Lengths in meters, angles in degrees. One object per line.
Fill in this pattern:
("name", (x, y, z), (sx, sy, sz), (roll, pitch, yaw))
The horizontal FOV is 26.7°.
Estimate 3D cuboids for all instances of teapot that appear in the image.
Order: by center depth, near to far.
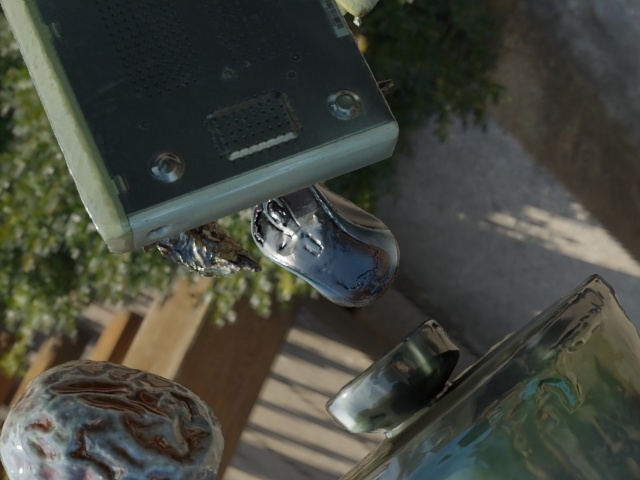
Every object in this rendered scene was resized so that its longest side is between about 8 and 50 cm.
("teapot", (0.133, 0.169, 0.496), (0.337, 0.200, 0.270), (49, 170, 6))

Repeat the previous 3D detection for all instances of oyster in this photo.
("oyster", (-0.116, -0.011, 1.248), (0.132, 0.086, 0.029), (12, 143, -13))

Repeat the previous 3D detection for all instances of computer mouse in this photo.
("computer mouse", (0.000, 0.000, 1.904), (0.233, 0.137, 0.096), (34, -169, 14))

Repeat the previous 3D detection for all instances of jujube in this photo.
("jujube", (-0.293, 0.292, 1.894), (0.308, 0.246, 0.215), (9, 156, -6))

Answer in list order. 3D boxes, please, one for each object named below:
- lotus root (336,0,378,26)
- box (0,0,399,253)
("lotus root", (0.006, -0.393, 1.857), (0.078, 0.203, 0.183), (-2, 146, -44))
("box", (-0.086, -0.144, 0.828), (0.211, 0.270, 0.045), (-19, 162, -14))
